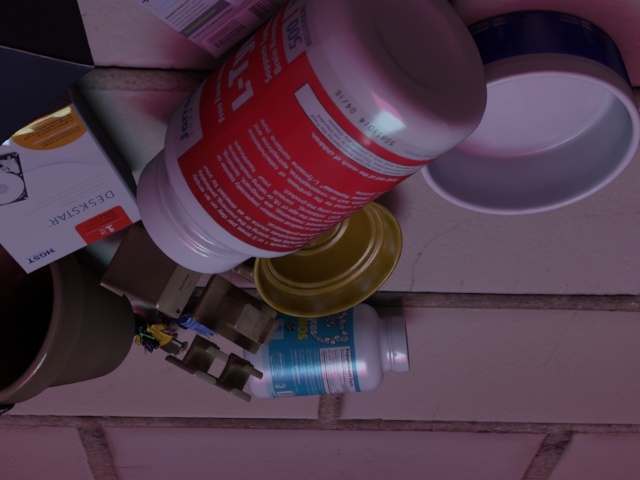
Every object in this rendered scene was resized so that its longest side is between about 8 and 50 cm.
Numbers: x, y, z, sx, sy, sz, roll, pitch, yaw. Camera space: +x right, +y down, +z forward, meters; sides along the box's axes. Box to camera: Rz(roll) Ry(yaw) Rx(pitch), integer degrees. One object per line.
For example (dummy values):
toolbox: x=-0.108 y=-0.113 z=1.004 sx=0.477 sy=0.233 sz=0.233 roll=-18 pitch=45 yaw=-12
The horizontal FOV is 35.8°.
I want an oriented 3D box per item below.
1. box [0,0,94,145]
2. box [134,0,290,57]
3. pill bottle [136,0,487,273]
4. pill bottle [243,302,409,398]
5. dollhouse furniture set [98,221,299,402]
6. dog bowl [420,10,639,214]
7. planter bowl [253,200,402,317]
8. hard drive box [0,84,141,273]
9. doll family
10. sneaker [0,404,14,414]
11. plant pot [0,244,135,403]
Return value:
box: x=-0.383 y=-0.220 z=0.892 sx=0.294 sy=0.296 sz=0.183 roll=-29 pitch=160 yaw=35
box: x=-0.131 y=-0.289 z=1.056 sx=0.145 sy=0.038 sz=0.186 roll=-30 pitch=137 yaw=33
pill bottle: x=-0.030 y=-0.121 z=1.130 sx=0.229 sy=0.229 sz=0.408 roll=25 pitch=139 yaw=-32
pill bottle: x=0.012 y=0.180 z=1.639 sx=0.264 sy=0.146 sz=0.146 roll=-5 pitch=145 yaw=5
dollhouse furniture set: x=-0.174 y=0.084 z=1.464 sx=0.161 sy=0.212 sz=0.242 roll=17 pitch=165 yaw=48
dog bowl: x=0.247 y=-0.148 z=1.210 sx=0.265 sy=0.104 sz=0.265 roll=-1 pitch=145 yaw=0
planter bowl: x=0.000 y=0.000 z=1.405 sx=0.217 sy=0.090 sz=0.217 roll=-12 pitch=133 yaw=-13
hard drive box: x=-0.350 y=-0.087 z=1.247 sx=0.181 sy=0.089 sz=0.232 roll=-26 pitch=144 yaw=-2
doll family: x=-0.251 y=0.140 z=1.644 sx=0.193 sy=0.076 sz=0.111 roll=-32 pitch=131 yaw=29
sneaker: x=-0.675 y=0.178 z=1.520 sx=0.448 sy=0.257 sz=0.169 roll=9 pitch=144 yaw=-13
plant pot: x=-0.409 y=0.124 z=1.490 sx=0.263 sy=0.263 sz=0.229 roll=-20 pitch=158 yaw=25
